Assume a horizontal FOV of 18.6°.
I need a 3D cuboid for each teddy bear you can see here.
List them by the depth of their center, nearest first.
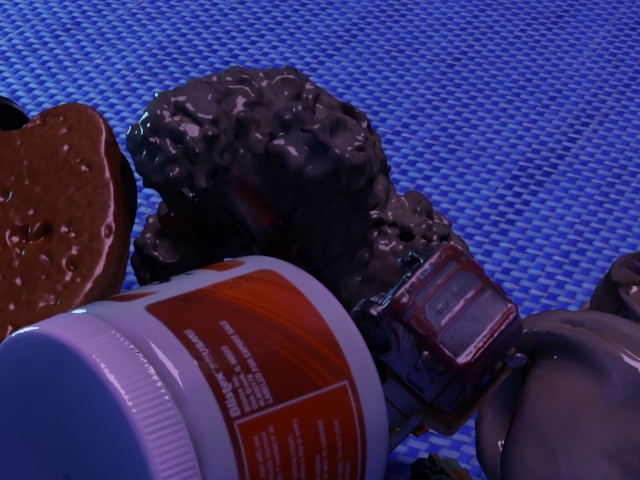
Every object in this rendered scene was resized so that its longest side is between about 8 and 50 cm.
[{"bbox_3d":[0.000,0.000,1.891,0.367,0.357,0.224,38,67,11],"label":"teddy bear"}]

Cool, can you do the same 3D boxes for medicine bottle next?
[{"bbox_3d":[-0.108,0.157,1.577,0.241,0.252,0.252,-18,35,-40],"label":"medicine bottle"}]

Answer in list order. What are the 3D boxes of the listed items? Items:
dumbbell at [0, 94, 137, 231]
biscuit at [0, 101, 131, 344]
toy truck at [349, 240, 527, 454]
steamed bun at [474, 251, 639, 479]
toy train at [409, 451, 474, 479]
[{"bbox_3d":[-0.311,-0.040,2.000,0.290,0.192,0.192,24,31,33],"label":"dumbbell"},{"bbox_3d":[-0.396,0.009,1.833,0.455,0.078,0.350,9,58,20],"label":"biscuit"},{"bbox_3d":[0.073,0.112,1.661,0.135,0.270,0.114,42,58,5],"label":"toy truck"},{"bbox_3d":[0.318,0.144,1.682,0.367,0.255,0.342,-13,36,-39],"label":"steamed bun"},{"bbox_3d":[0.120,0.224,1.728,0.064,0.044,0.103,-6,31,-29],"label":"toy train"}]
